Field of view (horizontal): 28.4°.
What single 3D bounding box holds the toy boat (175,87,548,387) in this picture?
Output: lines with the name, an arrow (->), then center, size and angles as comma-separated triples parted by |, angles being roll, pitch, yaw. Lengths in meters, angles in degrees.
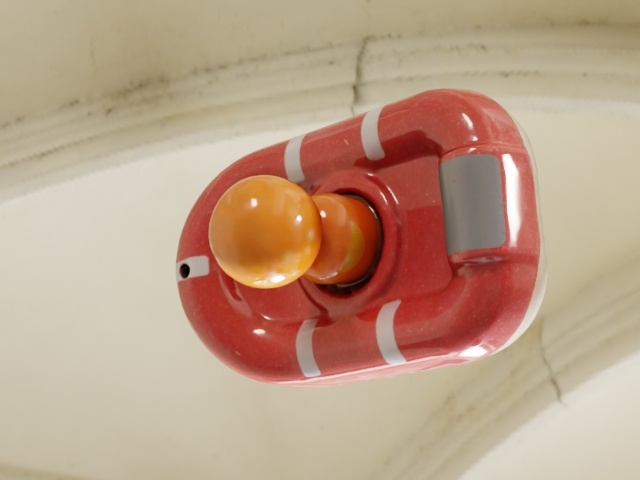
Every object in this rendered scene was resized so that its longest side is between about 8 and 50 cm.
toy boat -> 0.000, 0.000, 0.695 | 0.231, 0.151, 0.151 | -16, -17, 41
